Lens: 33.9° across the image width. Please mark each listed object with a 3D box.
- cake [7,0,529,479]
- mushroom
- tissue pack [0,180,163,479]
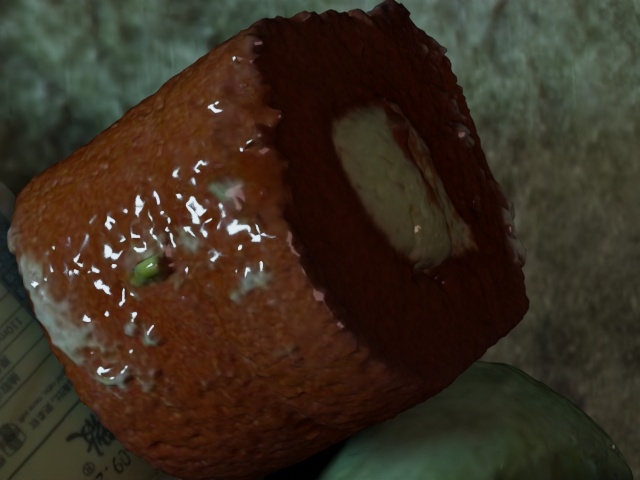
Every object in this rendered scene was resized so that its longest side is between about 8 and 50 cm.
[{"bbox_3d":[0.000,0.000,0.500,0.177,0.151,0.283,59,24,0],"label":"cake"},{"bbox_3d":[0.071,0.203,0.598,0.344,0.130,0.247,-20,93,-33],"label":"mushroom"},{"bbox_3d":[-0.198,0.092,0.432,0.256,0.123,0.215,-47,113,-26],"label":"tissue pack"}]
